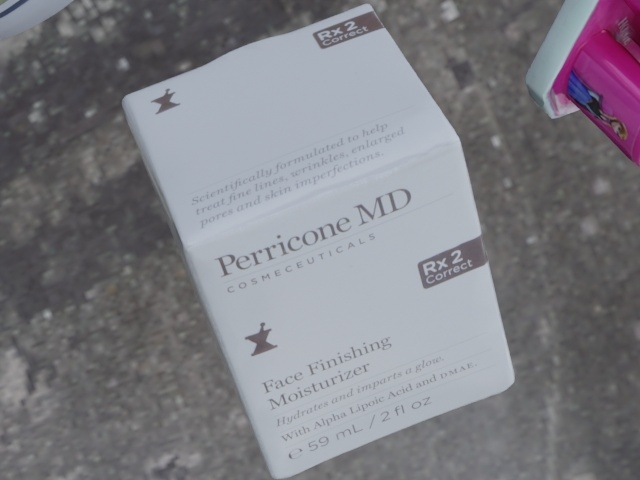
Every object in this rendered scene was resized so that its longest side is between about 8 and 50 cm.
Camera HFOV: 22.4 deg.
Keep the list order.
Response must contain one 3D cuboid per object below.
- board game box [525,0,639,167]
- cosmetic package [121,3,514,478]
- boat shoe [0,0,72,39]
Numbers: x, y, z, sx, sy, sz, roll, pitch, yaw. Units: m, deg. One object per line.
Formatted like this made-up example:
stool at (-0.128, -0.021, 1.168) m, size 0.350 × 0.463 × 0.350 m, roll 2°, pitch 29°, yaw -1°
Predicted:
board game box at (0.278, -0.211, 0.511) m, size 0.390 × 0.390 × 0.050 m, roll -20°, pitch 58°, yaw -39°
cosmetic package at (0.000, 0.000, 0.895) m, size 0.151 × 0.151 × 0.183 m, roll -117°, pitch -173°, yaw -49°
boat shoe at (-0.251, -0.160, 0.890) m, size 0.094 × 0.302 × 0.109 m, roll -2°, pitch 90°, yaw -58°
